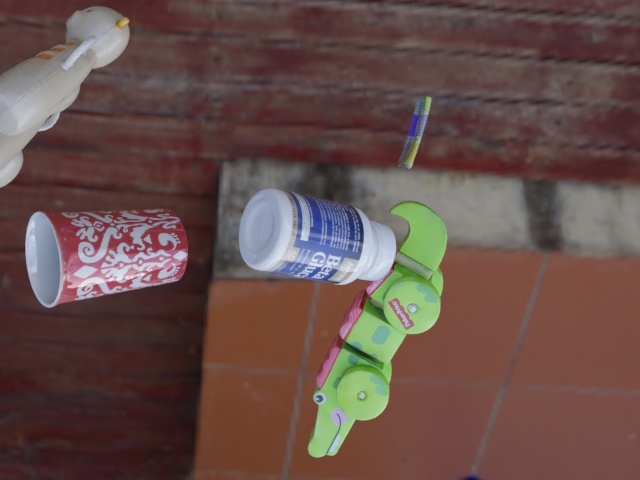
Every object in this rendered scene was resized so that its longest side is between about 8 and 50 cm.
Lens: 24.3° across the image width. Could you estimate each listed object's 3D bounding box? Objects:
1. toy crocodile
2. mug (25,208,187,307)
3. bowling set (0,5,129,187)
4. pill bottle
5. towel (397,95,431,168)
[{"bbox_3d":[0.064,0.111,1.793,0.105,0.115,0.340,27,109,-1],"label":"toy crocodile"},{"bbox_3d":[-0.262,0.002,1.794,0.169,0.150,0.113,-7,135,-31],"label":"mug"},{"bbox_3d":[-0.268,-0.128,1.036,0.200,0.154,0.287,49,136,-8],"label":"bowling set"},{"bbox_3d":[0.000,0.000,1.695,0.169,0.094,0.094,11,141,-35],"label":"pill bottle"},{"bbox_3d":[0.103,-0.119,1.630,0.009,0.060,0.083,17,95,-7],"label":"towel"}]
